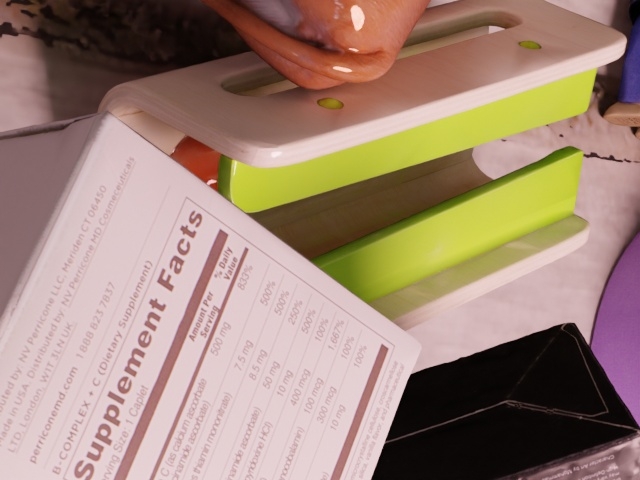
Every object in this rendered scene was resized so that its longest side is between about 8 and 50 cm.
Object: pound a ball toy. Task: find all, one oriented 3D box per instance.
[{"bbox_3d":[0.000,0.000,0.721,0.319,0.135,0.208,-21,128,-40],"label":"pound a ball toy"}]

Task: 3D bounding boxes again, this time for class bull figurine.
[{"bbox_3d":[0.014,-0.183,0.694,0.188,0.101,0.310,37,35,-4],"label":"bull figurine"}]

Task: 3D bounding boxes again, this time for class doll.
[{"bbox_3d":[0.235,-0.167,0.970,0.129,0.046,0.189,21,75,-40],"label":"doll"}]

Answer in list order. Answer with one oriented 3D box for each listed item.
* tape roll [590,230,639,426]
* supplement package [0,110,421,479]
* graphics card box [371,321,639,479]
[{"bbox_3d":[0.306,0.107,0.993,0.274,0.090,0.275,3,86,-42],"label":"tape roll"},{"bbox_3d":[-0.134,0.088,0.486,0.145,0.262,0.204,37,65,-34],"label":"supplement package"},{"bbox_3d":[0.056,0.237,0.642,0.232,0.094,0.371,-19,120,1],"label":"graphics card box"}]
